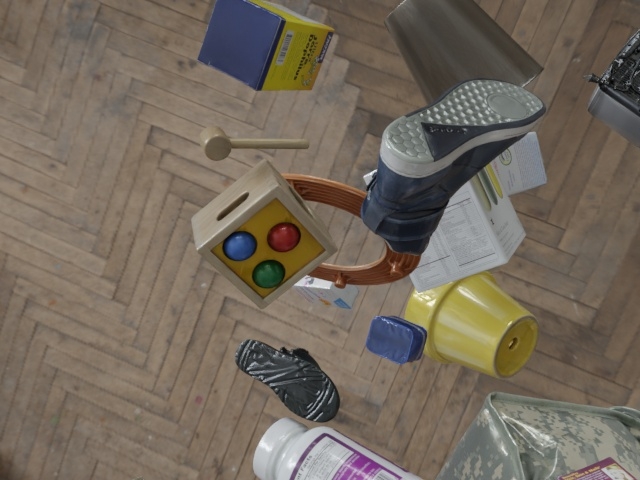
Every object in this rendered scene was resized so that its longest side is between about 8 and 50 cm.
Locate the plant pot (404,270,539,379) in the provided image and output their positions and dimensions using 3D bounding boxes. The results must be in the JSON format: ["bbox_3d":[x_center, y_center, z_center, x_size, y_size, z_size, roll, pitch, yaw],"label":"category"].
[{"bbox_3d":[0.368,0.197,1.568,0.239,0.254,0.254,29,102,48],"label":"plant pot"}]

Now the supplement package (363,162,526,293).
[{"bbox_3d":[0.257,-0.069,1.354,0.198,0.199,0.262,-24,94,31],"label":"supplement package"}]

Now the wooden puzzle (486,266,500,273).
[{"bbox_3d":[0.330,0.041,1.697,0.221,0.044,0.238,-15,136,15],"label":"wooden puzzle"}]

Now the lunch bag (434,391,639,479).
[{"bbox_3d":[0.286,0.312,0.757,0.287,0.169,0.235,11,124,-15],"label":"lunch bag"}]

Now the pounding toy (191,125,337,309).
[{"bbox_3d":[-0.072,-0.045,0.813,0.181,0.094,0.206,-38,123,8],"label":"pounding toy"}]

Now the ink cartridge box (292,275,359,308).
[{"bbox_3d":[-0.004,0.121,1.729,0.181,0.104,0.061,2,57,44],"label":"ink cartridge box"}]

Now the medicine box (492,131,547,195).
[{"bbox_3d":[0.410,-0.177,1.812,0.289,0.263,0.149,-17,94,-33],"label":"medicine box"}]

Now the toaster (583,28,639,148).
[{"bbox_3d":[0.533,-0.246,1.056,0.186,0.110,0.168,40,85,14],"label":"toaster"}]

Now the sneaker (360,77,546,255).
[{"bbox_3d":[0.136,-0.077,0.722,0.086,0.226,0.163,47,146,28],"label":"sneaker"}]

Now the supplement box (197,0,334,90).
[{"bbox_3d":[-0.139,-0.536,1.827,0.194,0.356,0.195,29,112,15],"label":"supplement box"}]

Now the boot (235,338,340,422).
[{"bbox_3d":[-0.031,0.280,1.338,0.246,0.207,0.094,25,87,29],"label":"boot"}]

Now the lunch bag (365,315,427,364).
[{"bbox_3d":[0.130,0.169,1.151,0.098,0.065,0.067,21,98,35],"label":"lunch bag"}]

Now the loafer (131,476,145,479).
[{"bbox_3d":[-0.211,0.252,0.597,0.056,0.148,0.050,-56,52,30],"label":"loafer"}]

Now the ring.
[{"bbox_3d":[0.000,0.000,1.106,0.337,0.336,0.032,11,63,9],"label":"ring"}]

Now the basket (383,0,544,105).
[{"bbox_3d":[0.225,-0.319,1.125,0.204,0.154,0.227,-33,98,37],"label":"basket"}]

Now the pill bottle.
[{"bbox_3d":[0.031,0.432,1.169,0.301,0.169,0.169,20,99,35],"label":"pill bottle"}]

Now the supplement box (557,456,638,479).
[{"bbox_3d":[0.233,0.218,0.522,0.055,0.083,0.043,-15,114,-14],"label":"supplement box"}]
